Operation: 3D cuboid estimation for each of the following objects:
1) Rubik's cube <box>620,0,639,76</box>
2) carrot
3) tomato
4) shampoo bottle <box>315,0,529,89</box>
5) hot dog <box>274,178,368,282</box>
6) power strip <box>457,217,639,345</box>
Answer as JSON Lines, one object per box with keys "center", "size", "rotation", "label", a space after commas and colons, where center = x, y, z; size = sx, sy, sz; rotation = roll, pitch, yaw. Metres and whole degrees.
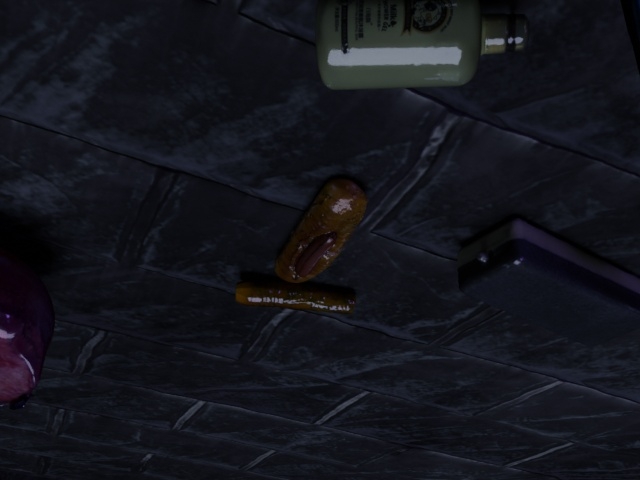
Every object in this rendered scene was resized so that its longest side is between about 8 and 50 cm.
{"center": [0.240, -0.198, 0.398], "size": [0.162, 0.163, 0.160], "rotation": [-14, 144, 26], "label": "Rubik's cube"}
{"center": [-0.033, 0.079, 1.004], "size": [0.170, 0.042, 0.042], "rotation": [8, 148, -4], "label": "carrot"}
{"center": [-0.498, 0.073, 0.956], "size": [0.334, 0.176, 0.290], "rotation": [-10, 125, 24], "label": "tomato"}
{"center": [0.080, -0.159, 0.564], "size": [0.162, 0.079, 0.079], "rotation": [1, 148, 9], "label": "shampoo bottle"}
{"center": [0.000, 0.000, 0.867], "size": [0.066, 0.047, 0.216], "rotation": [14, 148, -18], "label": "hot dog"}
{"center": [0.287, 0.054, 0.889], "size": [0.256, 0.070, 0.105], "rotation": [22, 143, -27], "label": "power strip"}
